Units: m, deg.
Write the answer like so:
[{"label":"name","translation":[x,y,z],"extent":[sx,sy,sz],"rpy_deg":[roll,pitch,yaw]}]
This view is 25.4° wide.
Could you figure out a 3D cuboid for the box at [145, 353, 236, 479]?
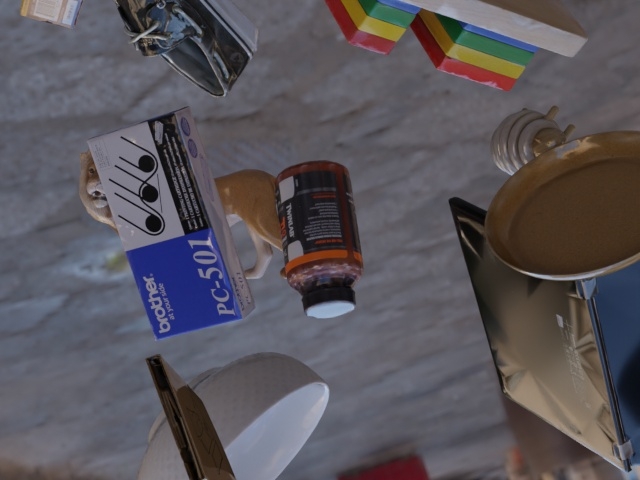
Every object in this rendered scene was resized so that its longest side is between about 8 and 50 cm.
[{"label":"box","translation":[-0.145,0.235,1.685],"extent":[0.021,0.164,0.201],"rpy_deg":[-25,155,1]}]

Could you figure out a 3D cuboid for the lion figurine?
[{"label":"lion figurine","translation":[-0.188,-0.050,2.287],"extent":[0.392,0.240,0.142],"rpy_deg":[-4,-179,-6]}]

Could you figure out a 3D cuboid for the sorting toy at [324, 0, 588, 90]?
[{"label":"sorting toy","translation":[0.074,-0.254,1.283],"extent":[0.257,0.255,0.089],"rpy_deg":[11,128,-36]}]

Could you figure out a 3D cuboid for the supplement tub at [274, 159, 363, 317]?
[{"label":"supplement tub","translation":[0.000,0.000,1.890],"extent":[0.106,0.198,0.106],"rpy_deg":[-7,160,-3]}]

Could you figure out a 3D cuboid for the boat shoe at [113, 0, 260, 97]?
[{"label":"boat shoe","translation":[-0.196,-0.290,1.827],"extent":[0.121,0.119,0.335],"rpy_deg":[4,161,40]}]

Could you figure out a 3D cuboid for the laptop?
[{"label":"laptop","translation":[0.427,0.098,1.944],"extent":[0.236,0.382,0.408],"rpy_deg":[-35,-142,-21]}]

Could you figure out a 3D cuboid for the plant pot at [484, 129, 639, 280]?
[{"label":"plant pot","translation":[0.295,-0.034,1.547],"extent":[0.236,0.236,0.032],"rpy_deg":[-21,125,10]}]

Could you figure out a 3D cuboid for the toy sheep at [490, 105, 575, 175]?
[{"label":"toy sheep","translation":[0.247,-0.116,1.696],"extent":[0.091,0.091,0.132],"rpy_deg":[-13,-175,-25]}]

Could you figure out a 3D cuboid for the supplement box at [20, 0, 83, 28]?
[{"label":"supplement box","translation":[-0.349,-0.401,1.950],"extent":[0.080,0.188,0.104],"rpy_deg":[14,160,-13]}]

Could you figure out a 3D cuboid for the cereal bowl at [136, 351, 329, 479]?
[{"label":"cereal bowl","translation":[-0.148,0.289,2.089],"extent":[0.339,0.141,0.339],"rpy_deg":[-42,161,-18]}]

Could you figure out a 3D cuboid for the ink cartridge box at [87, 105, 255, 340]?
[{"label":"ink cartridge box","translation":[-0.142,-0.015,1.366],"extent":[0.097,0.207,0.046],"rpy_deg":[-15,-171,19]}]
